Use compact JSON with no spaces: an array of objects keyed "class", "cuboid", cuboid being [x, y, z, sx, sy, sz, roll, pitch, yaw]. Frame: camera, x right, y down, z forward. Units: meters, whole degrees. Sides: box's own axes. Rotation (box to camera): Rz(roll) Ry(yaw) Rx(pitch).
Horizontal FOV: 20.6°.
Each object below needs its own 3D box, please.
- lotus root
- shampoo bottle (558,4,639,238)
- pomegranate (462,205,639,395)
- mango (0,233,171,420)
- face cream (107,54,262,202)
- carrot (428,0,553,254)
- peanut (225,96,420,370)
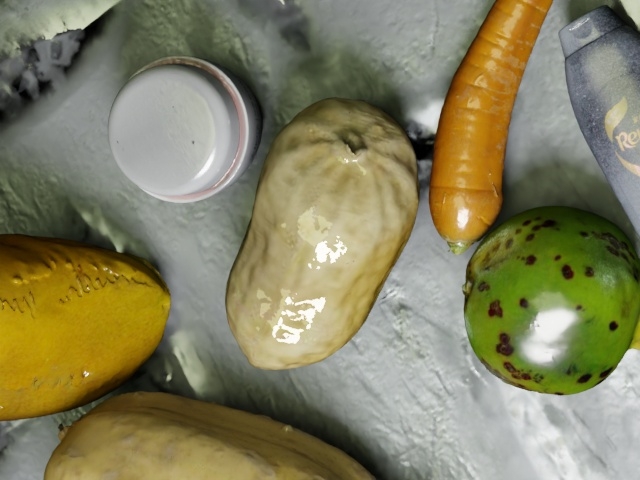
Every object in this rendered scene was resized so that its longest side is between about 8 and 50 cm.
[{"class":"lotus root","cuboid":[-0.061,0.221,1.393,0.343,0.169,0.151,17,107,15]},{"class":"shampoo bottle","cuboid":[0.253,-0.066,1.321,0.087,0.049,0.233,-29,86,17]},{"class":"pomegranate","cuboid":[0.187,0.046,1.317,0.169,0.122,0.143,15,71,19]},{"class":"mango","cuboid":[-0.241,0.067,1.419,0.249,0.156,0.151,-6,81,-23]},{"class":"face cream","cuboid":[-0.106,-0.089,1.409,0.117,0.104,0.117,2,96,18]},{"class":"carrot","cuboid":[0.132,-0.122,1.353,0.062,0.066,0.271,14,91,-12]},{"class":"peanut","cuboid":[0.000,0.000,1.372,0.129,0.129,0.224,22,104,15]}]
